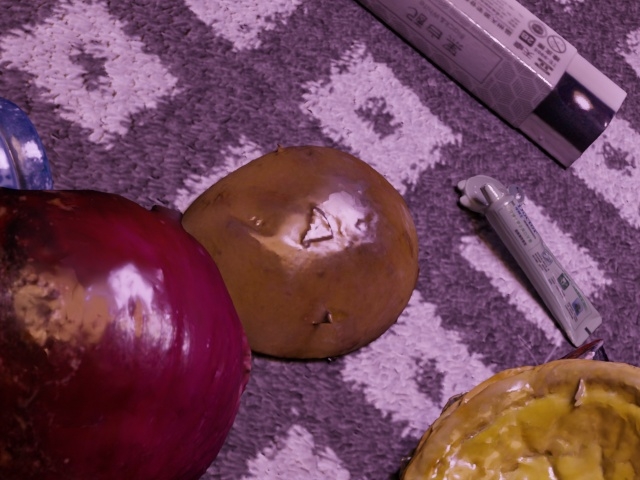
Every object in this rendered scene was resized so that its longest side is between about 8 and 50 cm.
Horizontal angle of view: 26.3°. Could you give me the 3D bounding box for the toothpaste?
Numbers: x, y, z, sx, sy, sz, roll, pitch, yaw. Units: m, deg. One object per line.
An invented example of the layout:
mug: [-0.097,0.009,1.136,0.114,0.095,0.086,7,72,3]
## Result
toothpaste: [0.254,0.023,1.605,0.064,0.041,0.218,-38,95,-39]

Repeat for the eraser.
eraser: [0.197,-0.265,1.737,0.404,0.096,0.098,39,47,-2]

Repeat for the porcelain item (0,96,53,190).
porcelain item: [-0.323,-0.056,1.261,0.114,0.147,0.147,-19,70,-37]

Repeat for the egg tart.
egg tart: [0.228,0.275,1.313,0.345,0.132,0.345,-11,46,12]

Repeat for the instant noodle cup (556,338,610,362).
instant noodle cup: [0.286,0.193,1.473,0.127,0.127,0.136,-28,84,-40]

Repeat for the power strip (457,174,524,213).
power strip: [0.203,-0.051,1.645,0.083,0.035,0.055,2,58,-13]

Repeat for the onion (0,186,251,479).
onion: [-0.214,0.147,1.064,0.347,0.348,0.385,4,56,-28]

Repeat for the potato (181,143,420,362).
potato: [0.000,0.000,1.440,0.299,0.116,0.239,-17,74,-35]
